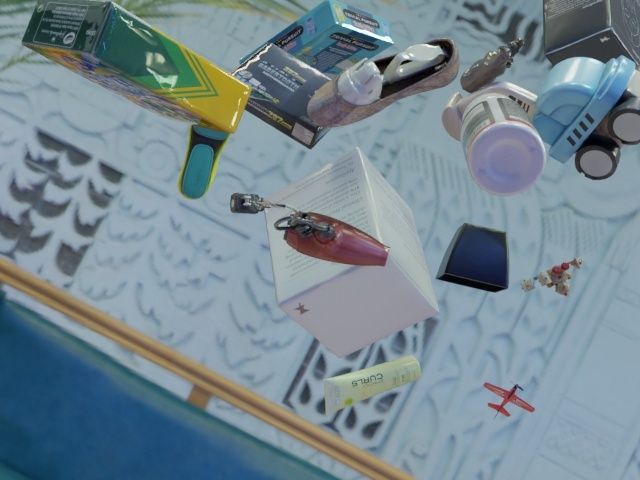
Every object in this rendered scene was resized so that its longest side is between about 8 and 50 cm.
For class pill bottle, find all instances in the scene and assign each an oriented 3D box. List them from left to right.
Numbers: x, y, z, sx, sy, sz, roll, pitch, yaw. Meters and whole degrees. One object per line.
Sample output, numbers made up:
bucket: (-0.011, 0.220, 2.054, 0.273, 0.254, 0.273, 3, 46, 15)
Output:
pill bottle: (0.389, -0.218, 1.896, 0.161, 0.161, 0.283, 27, 23, -8)

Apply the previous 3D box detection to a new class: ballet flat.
ballet flat: (-0.204, -0.185, 1.568, 0.077, 0.231, 0.077, 18, 13, -16)
ballet flat: (0.120, -0.309, 1.634, 0.108, 0.316, 0.106, 62, -13, 17)

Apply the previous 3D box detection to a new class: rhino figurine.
rhino figurine: (0.458, -0.464, 2.296, 0.073, 0.106, 0.243, 53, -34, -1)

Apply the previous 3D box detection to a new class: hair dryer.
hair dryer: (0.000, 0.000, 1.481, 0.293, 0.080, 0.223, 14, 7, -38)

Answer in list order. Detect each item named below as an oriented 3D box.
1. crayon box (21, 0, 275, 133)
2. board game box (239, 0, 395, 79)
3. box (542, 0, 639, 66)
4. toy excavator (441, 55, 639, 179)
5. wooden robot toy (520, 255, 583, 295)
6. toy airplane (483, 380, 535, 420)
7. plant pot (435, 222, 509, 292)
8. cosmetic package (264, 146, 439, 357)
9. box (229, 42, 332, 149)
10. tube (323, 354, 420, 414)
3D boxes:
crayon box: (-0.251, -0.250, 1.304, 0.203, 0.083, 0.323, 18, -4, 43)
board game box: (-0.010, -0.504, 2.328, 0.336, 0.079, 0.253, -26, -18, 37)
box: (0.829, -0.661, 2.617, 0.212, 0.396, 0.293, -18, -38, 37)
toy excavator: (0.587, -0.346, 2.247, 0.445, 0.222, 0.433, 33, -41, 2)
wooden robot toy: (0.592, 0.104, 2.170, 0.076, 0.173, 0.079, 107, -40, -76)
toy airplane: (0.499, 0.431, 2.335, 0.151, 0.151, 0.028, 27, 40, 9)
plant pot: (0.458, 0.048, 2.556, 0.187, 0.167, 0.188, 14, -8, 1)
cosmetic package: (0.076, 0.037, 2.373, 0.327, 0.329, 0.394, 45, 25, -43)
box: (-0.066, -0.315, 1.873, 0.232, 0.183, 0.059, 33, -45, 8)
tube: (0.114, 0.323, 1.975, 0.240, 0.070, 0.062, -13, -16, -25)
